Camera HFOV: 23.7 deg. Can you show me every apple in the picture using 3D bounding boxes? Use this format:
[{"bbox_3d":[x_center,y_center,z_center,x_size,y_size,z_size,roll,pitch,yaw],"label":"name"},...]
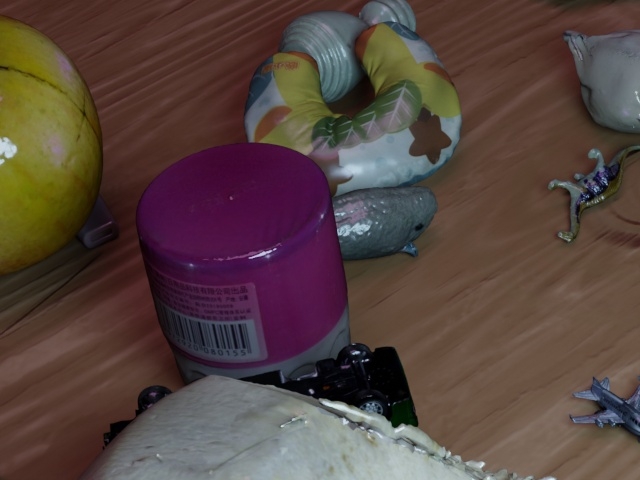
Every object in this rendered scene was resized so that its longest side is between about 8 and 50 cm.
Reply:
[{"bbox_3d":[-0.351,-0.095,1.551,0.286,0.233,0.286,-11,54,15],"label":"apple"}]

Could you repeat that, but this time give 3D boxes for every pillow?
[{"bbox_3d":[0.033,-0.134,1.623,0.233,0.086,0.214,-17,57,-8],"label":"pillow"}]

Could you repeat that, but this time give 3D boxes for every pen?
[{"bbox_3d":[-0.277,-0.056,1.667,0.053,0.032,0.197,-25,43,-16],"label":"pen"}]

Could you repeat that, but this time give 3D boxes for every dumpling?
[{"bbox_3d":[0.346,-0.172,1.612,0.136,0.118,0.199,-13,45,-41],"label":"dumpling"}]

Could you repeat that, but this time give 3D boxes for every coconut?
[{"bbox_3d":[-0.033,0.265,0.977,0.346,0.360,0.346,19,49,-24],"label":"coconut"}]

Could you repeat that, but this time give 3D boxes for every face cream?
[{"bbox_3d":[-0.065,0.036,1.375,0.175,0.195,0.175,-5,39,4],"label":"face cream"}]

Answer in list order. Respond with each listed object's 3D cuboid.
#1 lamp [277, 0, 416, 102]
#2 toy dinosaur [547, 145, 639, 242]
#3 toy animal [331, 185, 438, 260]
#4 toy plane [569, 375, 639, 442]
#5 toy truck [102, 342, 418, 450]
[{"bbox_3d":[0.032,-0.227,1.761,0.106,0.106,0.193,26,41,36],"label":"lamp"},{"bbox_3d":[0.275,-0.062,1.548,0.058,0.037,0.180,36,61,14],"label":"toy dinosaur"},{"bbox_3d":[-0.003,0.000,1.498,0.252,0.079,0.070,-17,45,-6],"label":"toy animal"},{"bbox_3d":[0.254,0.145,1.298,0.078,0.031,0.083,-25,41,-17],"label":"toy plane"},{"bbox_3d":[-0.048,0.170,1.264,0.259,0.121,0.088,-12,38,-2],"label":"toy truck"}]
